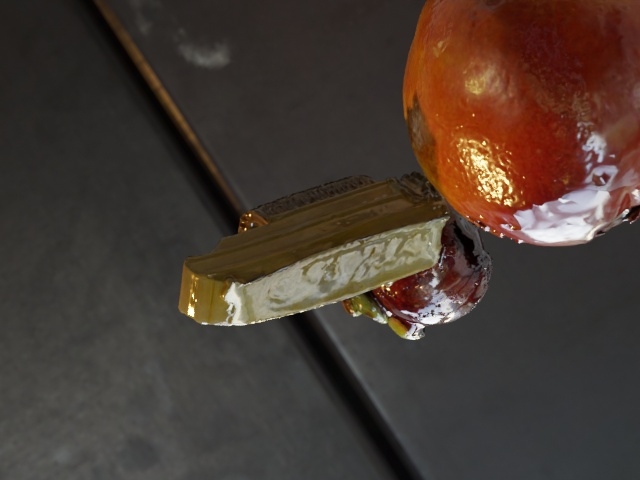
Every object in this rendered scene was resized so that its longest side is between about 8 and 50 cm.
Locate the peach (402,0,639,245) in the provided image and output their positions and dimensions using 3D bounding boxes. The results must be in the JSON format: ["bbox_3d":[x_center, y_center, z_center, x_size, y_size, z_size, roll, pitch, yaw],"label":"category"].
[{"bbox_3d":[0.193,-0.122,1.248,0.238,0.281,0.281,17,-149,-50],"label":"peach"}]

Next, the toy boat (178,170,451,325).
[{"bbox_3d":[0.000,0.000,1.359,0.115,0.310,0.089,47,144,39],"label":"toy boat"}]

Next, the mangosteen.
[{"bbox_3d":[0.097,0.026,1.578,0.166,0.180,0.166,43,-158,-22],"label":"mangosteen"}]
